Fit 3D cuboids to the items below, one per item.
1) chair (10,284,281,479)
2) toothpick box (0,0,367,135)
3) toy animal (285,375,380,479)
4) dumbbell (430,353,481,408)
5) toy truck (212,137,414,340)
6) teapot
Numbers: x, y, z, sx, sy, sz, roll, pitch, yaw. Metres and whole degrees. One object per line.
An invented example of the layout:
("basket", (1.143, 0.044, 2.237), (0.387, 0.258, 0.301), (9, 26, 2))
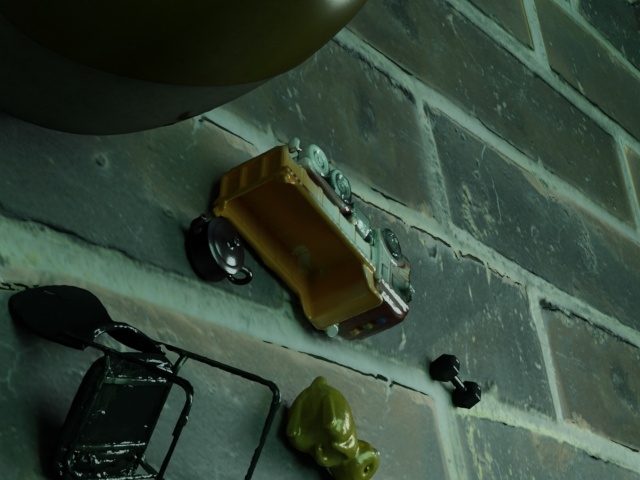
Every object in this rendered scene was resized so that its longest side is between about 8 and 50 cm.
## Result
("chair", (-0.173, 0.144, 1.275), (0.140, 0.221, 0.145), (10, 105, -60))
("toothpick box", (-0.140, -0.320, 1.307), (0.409, 0.425, 0.409), (42, 37, -43))
("toy animal", (0.026, 0.229, 1.614), (0.159, 0.070, 0.083), (58, 27, -29))
("dumbbell", (0.179, 0.186, 1.953), (0.083, 0.040, 0.036), (50, 2, -32))
("toy truck", (0.000, 0.000, 1.675), (0.270, 0.114, 0.135), (48, 30, -35))
("teapot", (-0.102, 0.010, 1.555), (0.100, 0.045, 0.068), (51, 34, -29))
